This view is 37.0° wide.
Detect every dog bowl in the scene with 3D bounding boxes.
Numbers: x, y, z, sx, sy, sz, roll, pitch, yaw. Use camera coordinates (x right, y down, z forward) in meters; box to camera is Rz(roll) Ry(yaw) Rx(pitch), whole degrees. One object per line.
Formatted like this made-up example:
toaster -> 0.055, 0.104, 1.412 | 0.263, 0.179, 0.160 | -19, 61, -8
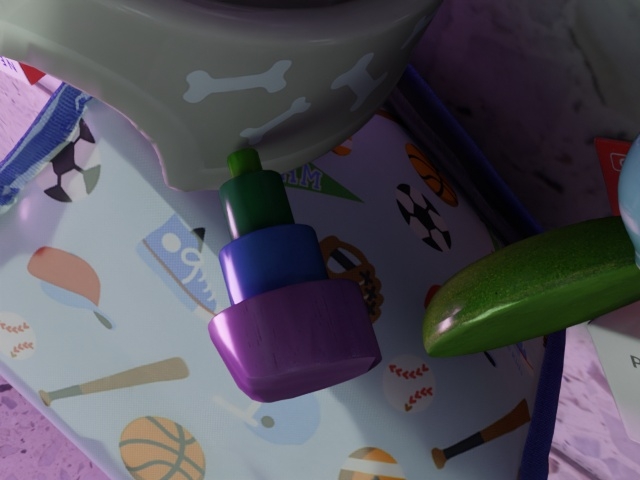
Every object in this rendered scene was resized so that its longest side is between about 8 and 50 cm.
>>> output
dog bowl -> -0.074, -0.200, 0.441 | 0.349, 0.349, 0.102 | 47, 144, -5

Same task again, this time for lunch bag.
lunch bag -> 0.000, 0.000, 0.647 | 0.239, 0.385, 0.328 | -39, 96, 28

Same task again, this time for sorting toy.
sorting toy -> 0.115, -0.025, 0.455 | 0.127, 0.365, 0.126 | 128, 128, -63

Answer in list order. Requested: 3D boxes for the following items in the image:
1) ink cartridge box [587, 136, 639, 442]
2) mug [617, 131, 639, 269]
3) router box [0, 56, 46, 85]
ink cartridge box -> 0.306, 0.075, 0.590 | 0.296, 0.066, 0.261 | 17, 145, 46
mug -> 0.177, 0.000, 0.326 | 0.158, 0.097, 0.129 | 32, -164, -20
router box -> -0.451, -0.358, 1.076 | 0.335, 0.082, 0.301 | 27, 150, 34
